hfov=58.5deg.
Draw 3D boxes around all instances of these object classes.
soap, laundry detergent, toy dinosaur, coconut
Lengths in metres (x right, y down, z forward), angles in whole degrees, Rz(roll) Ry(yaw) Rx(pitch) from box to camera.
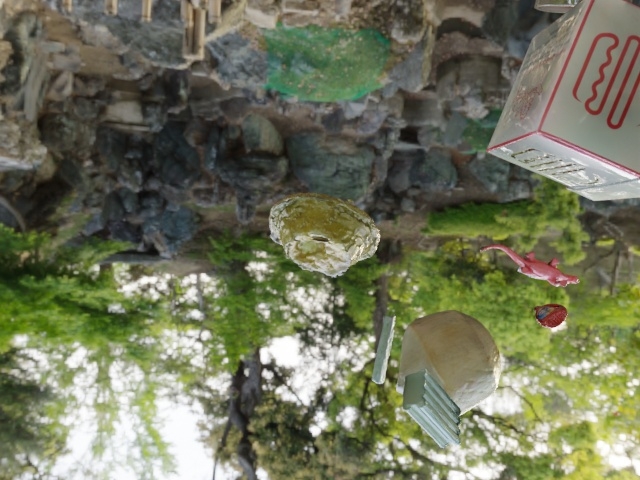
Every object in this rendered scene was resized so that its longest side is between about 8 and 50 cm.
[{"bbox_3d":[0.287,0.430,1.464,0.063,0.115,0.198,-22,122,31],"label":"soap"},{"bbox_3d":[0.772,0.246,1.944,0.097,0.049,0.165,-38,-176,4],"label":"laundry detergent"},{"bbox_3d":[0.589,0.075,1.637,0.286,0.070,0.139,19,173,10],"label":"toy dinosaur"},{"bbox_3d":[0.464,0.470,2.178,0.415,0.416,0.345,3,158,-1],"label":"coconut"}]

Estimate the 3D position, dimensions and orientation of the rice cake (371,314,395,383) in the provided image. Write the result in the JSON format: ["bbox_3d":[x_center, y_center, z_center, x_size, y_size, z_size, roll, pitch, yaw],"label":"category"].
[{"bbox_3d":[0.185,0.316,1.671,0.033,0.208,0.033,12,-178,39],"label":"rice cake"}]

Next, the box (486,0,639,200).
[{"bbox_3d":[0.580,-0.281,1.199,0.300,0.312,0.314,23,-179,-3],"label":"box"}]

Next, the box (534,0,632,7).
[{"bbox_3d":[0.813,-0.809,1.735,0.300,0.216,0.301,4,-163,-1],"label":"box"}]

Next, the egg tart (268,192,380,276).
[{"bbox_3d":[0.000,0.000,1.506,0.314,0.120,0.315,11,146,7],"label":"egg tart"}]
